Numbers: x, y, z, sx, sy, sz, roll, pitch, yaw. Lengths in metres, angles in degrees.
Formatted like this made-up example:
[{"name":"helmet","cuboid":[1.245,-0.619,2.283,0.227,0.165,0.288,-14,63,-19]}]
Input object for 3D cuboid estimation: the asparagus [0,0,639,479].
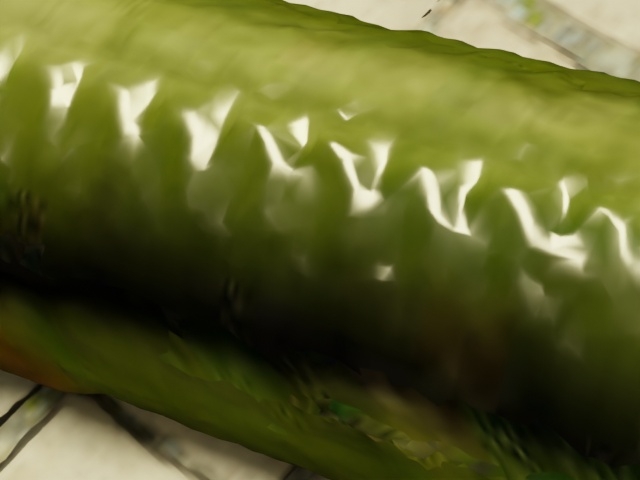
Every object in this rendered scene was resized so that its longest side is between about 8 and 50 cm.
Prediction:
[{"name":"asparagus","cuboid":[0.000,0.000,0.483,0.382,0.108,0.128,16,103,32]}]
